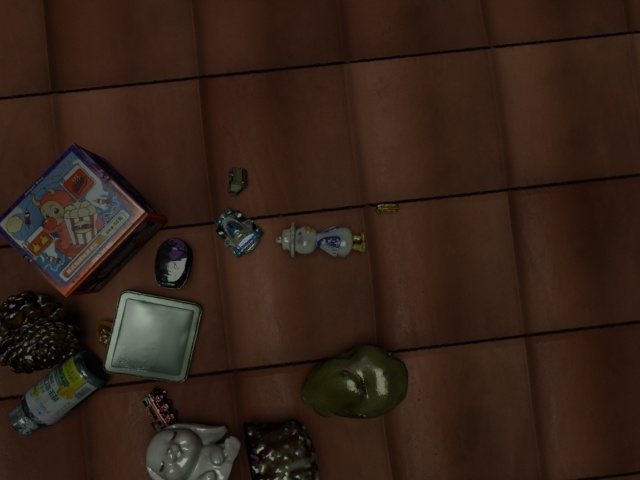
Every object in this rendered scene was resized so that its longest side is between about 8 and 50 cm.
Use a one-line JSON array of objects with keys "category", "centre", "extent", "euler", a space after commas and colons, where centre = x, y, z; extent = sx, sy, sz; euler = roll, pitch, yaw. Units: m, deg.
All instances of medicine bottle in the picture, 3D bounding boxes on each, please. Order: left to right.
[{"category": "medicine bottle", "centre": [-0.832, 0.488, 1.662], "extent": [0.293, 0.141, 0.141], "euler": [-38, 89, -2]}]

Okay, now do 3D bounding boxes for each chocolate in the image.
[{"category": "chocolate", "centre": [-0.106, 0.717, 1.636], "extent": [0.210, 0.225, 0.340], "euler": [-13, 88, -10]}]

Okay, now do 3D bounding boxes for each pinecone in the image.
[{"category": "pinecone", "centre": [-0.885, 0.266, 1.618], "extent": [0.246, 0.246, 0.292], "euler": [-50, 52, -3]}]

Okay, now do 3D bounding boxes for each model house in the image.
[{"category": "model house", "centre": [-0.275, -0.197, 1.754], "extent": [0.058, 0.057, 0.083], "euler": [5, 66, -27]}]

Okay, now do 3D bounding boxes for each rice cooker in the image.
[{"category": "rice cooker", "centre": [-0.478, 0.075, 1.707], "extent": [0.112, 0.106, 0.165], "euler": [9, 91, -1]}]

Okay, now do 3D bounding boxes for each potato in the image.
[{"category": "potato", "centre": [0.106, 0.457, 1.665], "extent": [0.351, 0.202, 0.218], "euler": [-22, 100, 11]}]

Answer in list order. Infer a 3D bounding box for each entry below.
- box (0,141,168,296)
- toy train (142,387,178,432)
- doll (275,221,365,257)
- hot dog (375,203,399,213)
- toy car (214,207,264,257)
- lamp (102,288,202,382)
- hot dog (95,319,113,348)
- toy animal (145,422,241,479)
[{"category": "box", "centre": [-0.733, -0.058, 1.631], "extent": [0.348, 0.257, 0.318], "euler": [-45, 88, -3]}, {"category": "toy train", "centre": [-0.528, 0.553, 1.712], "extent": [0.087, 0.050, 0.138], "euler": [-30, 88, 1]}, {"category": "doll", "centre": [0.000, 0.000, 1.717], "extent": [0.293, 0.119, 0.138], "euler": [2, 44, -2]}, {"category": "hot dog", "centre": [0.226, -0.108, 1.774], "extent": [0.083, 0.021, 0.037], "euler": [1, 108, -4]}, {"category": "toy car", "centre": [-0.274, -0.033, 1.719], "extent": [0.126, 0.098, 0.161], "euler": [-42, 91, -5]}, {"category": "lamp", "centre": [-0.539, 0.312, 1.693], "extent": [0.266, 0.047, 0.269], "euler": [14, 86, -15]}, {"category": "hot dog", "centre": [-0.671, 0.315, 1.717], "extent": [0.140, 0.060, 0.090], "euler": [21, 91, 6]}, {"category": "toy animal", "centre": [-0.414, 0.690, 1.631], "extent": [0.265, 0.206, 0.272], "euler": [22, 63, -8]}]
